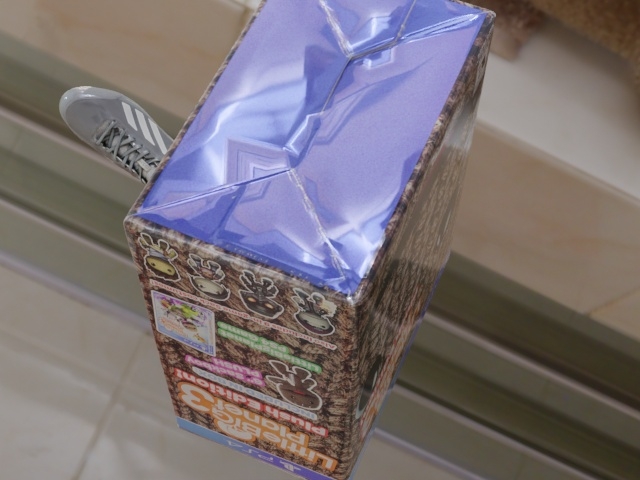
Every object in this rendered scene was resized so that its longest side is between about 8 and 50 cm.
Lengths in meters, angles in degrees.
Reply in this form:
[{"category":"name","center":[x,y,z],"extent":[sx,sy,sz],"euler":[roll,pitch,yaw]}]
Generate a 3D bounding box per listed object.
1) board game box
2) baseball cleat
[{"category":"board game box","center":[0.000,0.000,0.764],"extent":[0.291,0.141,0.232],"euler":[90,-157,-58]},{"category":"baseball cleat","center":[-0.202,-0.099,1.263],"extent":[0.072,0.205,0.109],"euler":[-51,27,18]}]
